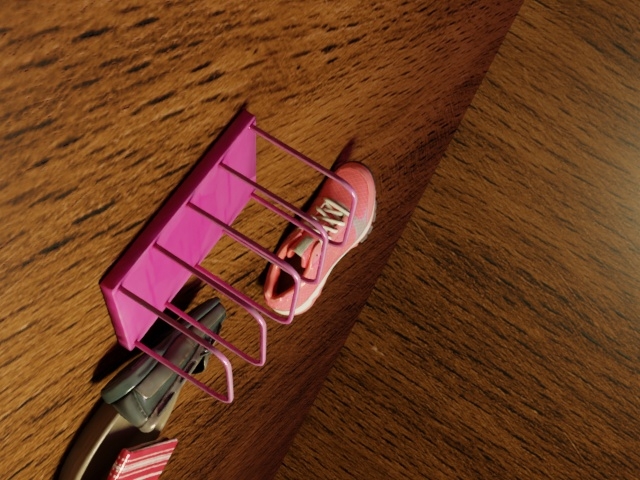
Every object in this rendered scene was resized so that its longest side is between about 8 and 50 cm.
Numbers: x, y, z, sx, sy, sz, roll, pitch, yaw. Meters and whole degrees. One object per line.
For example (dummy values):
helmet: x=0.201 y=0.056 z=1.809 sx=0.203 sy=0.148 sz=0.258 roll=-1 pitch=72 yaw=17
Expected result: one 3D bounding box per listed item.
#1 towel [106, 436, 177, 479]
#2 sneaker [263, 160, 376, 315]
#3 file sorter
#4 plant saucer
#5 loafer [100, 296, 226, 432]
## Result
towel: x=-0.324 y=0.425 z=1.626 sx=0.275 sy=0.031 sz=0.199 roll=-61 pitch=167 yaw=3
sneaker: x=0.000 y=0.001 z=1.898 sx=0.314 sy=0.116 sz=0.136 roll=-59 pitch=167 yaw=4
file sorter: x=-0.105 y=0.031 z=1.350 sx=0.291 sy=0.182 sz=0.202 roll=-54 pitch=168 yaw=-23
plant saucer: x=-0.297 y=0.292 z=1.570 sx=0.278 sy=0.041 sz=0.278 roll=-54 pitch=167 yaw=-18
loafer: x=-0.203 y=0.171 z=1.485 sx=0.096 sy=0.084 sz=0.267 roll=-33 pitch=-174 yaw=35
